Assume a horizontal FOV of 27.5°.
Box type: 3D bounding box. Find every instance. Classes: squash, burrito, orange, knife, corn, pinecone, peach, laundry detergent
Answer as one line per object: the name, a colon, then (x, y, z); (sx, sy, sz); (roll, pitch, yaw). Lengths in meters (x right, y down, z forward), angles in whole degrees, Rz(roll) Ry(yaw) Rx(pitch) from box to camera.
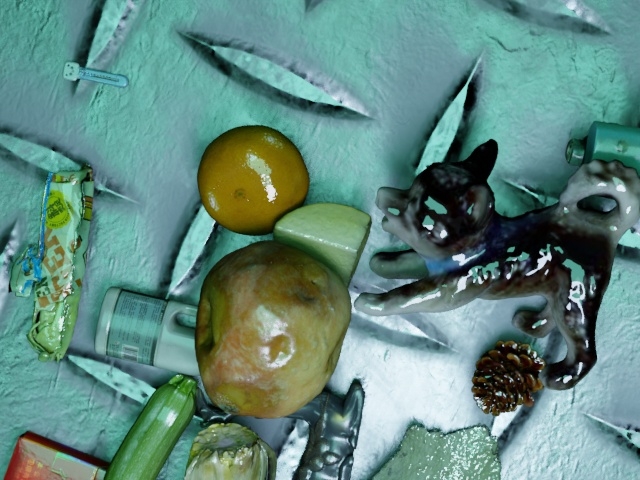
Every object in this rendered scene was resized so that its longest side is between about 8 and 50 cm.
squash: (-0.239, 0.283, 1.831); (0.068, 0.077, 0.219); (32, 73, -4)
burrito: (-0.385, 0.029, 1.856); (0.104, 0.054, 0.288); (7, 93, 3)
orange: (-0.092, -0.084, 1.800); (0.156, 0.124, 0.156); (5, 110, 13)
knife: (-0.321, -0.235, 1.861); (0.096, 0.010, 0.027); (11, 94, 2)
corn: (-0.137, 0.390, 1.794); (0.123, 0.122, 0.305); (15, 117, 16)
pinecone: (0.256, 0.196, 1.809); (0.102, 0.102, 0.109); (46, 64, 0)
peach: (-0.070, 0.124, 1.728); (0.214, 0.214, 0.235); (19, 68, 2)
laundry detergent: (-0.201, 0.136, 1.843); (0.225, 0.070, 0.099); (12, 86, 3)

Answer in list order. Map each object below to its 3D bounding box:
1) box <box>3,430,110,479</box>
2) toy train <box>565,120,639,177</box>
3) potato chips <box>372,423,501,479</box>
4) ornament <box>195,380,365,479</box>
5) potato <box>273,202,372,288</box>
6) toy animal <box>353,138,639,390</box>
box: (-0.366, 0.358, 1.874); (0.175, 0.048, 0.112); (20, 93, 2)
toy train: (0.458, -0.107, 1.754); (0.248, 0.159, 0.101); (8, 88, 4)
potato chips: (0.140, 0.343, 1.839); (0.228, 0.059, 0.167); (0, 103, -9)
ornament: (-0.068, 0.278, 1.842); (0.236, 0.080, 0.202); (11, 91, 0)
potato: (0.000, 0.000, 1.806); (0.120, 0.149, 0.081); (20, 61, 4)
toy animal: (0.238, -0.010, 1.727); (0.344, 0.194, 0.303); (21, 115, 0)
